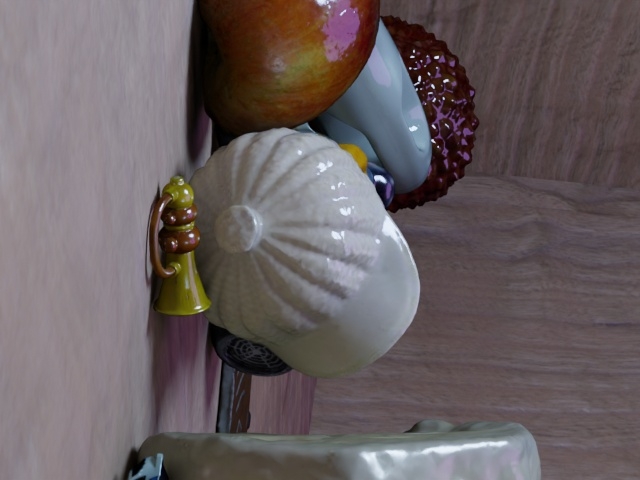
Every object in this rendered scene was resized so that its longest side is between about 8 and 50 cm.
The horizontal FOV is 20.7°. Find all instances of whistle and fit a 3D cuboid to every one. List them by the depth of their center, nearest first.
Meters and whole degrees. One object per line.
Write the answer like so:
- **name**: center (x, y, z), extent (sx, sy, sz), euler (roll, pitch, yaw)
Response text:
- **whistle**: center (-0.117, 0.006, 1.356), extent (0.046, 0.057, 0.109), euler (25, -51, 46)

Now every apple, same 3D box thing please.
- **apple**: center (-0.034, -0.186, 1.493), extent (0.173, 0.160, 0.195), euler (-45, 141, -49)

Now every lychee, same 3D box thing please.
- **lychee**: center (0.076, -0.159, 2.291), extent (0.300, 0.264, 0.264), euler (76, 18, -54)

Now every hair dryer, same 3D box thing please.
- **hair dryer**: center (-0.067, -0.026, 1.728), extent (0.352, 0.107, 0.189), euler (78, 19, -54)

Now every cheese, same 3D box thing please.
- **cheese**: center (0.012, 0.201, 1.382), extent (0.318, 0.326, 0.115), euler (12, 78, -74)

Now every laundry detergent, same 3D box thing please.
- **laundry detergent**: center (0.021, -0.208, 1.932), extent (0.264, 0.125, 0.398), euler (61, 1, 18)

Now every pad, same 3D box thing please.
- **pad**: center (-0.094, 0.138, 2.078), extent (0.286, 0.018, 0.284), euler (-74, 169, -79)

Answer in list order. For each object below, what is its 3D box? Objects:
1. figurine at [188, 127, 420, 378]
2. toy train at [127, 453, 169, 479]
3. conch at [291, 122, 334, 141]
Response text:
- **figurine**: center (-0.027, -0.013, 1.520), extent (0.332, 0.204, 0.185), euler (-110, -136, -75)
- **toy train**: center (-0.138, 0.254, 1.261), extent (0.043, 0.047, 0.207), euler (102, -4, -69)
- **conch**: center (-0.034, -0.100, 1.940), extent (0.153, 0.102, 0.135), euler (-133, -154, -65)
